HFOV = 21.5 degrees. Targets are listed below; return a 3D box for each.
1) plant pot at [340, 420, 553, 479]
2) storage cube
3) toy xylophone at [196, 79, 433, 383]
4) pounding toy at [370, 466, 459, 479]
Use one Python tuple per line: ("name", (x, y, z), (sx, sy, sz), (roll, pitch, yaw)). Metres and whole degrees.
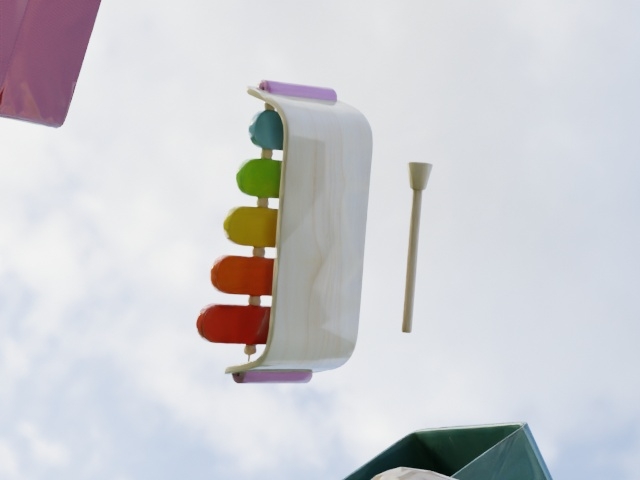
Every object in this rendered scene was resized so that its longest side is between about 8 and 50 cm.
("plant pot", (0.094, 0.264, 1.120), (0.234, 0.166, 0.165), (60, -24, -5))
("storage cube", (-0.289, -0.210, 1.274), (0.215, 0.184, 0.193), (20, -84, 24))
("toy xylophone", (0.000, 0.000, 1.749), (0.081, 0.236, 0.322), (6, -96, 50))
("pounding toy", (0.026, 0.170, 0.367), (0.154, 0.155, 0.269), (4, -68, 7))
